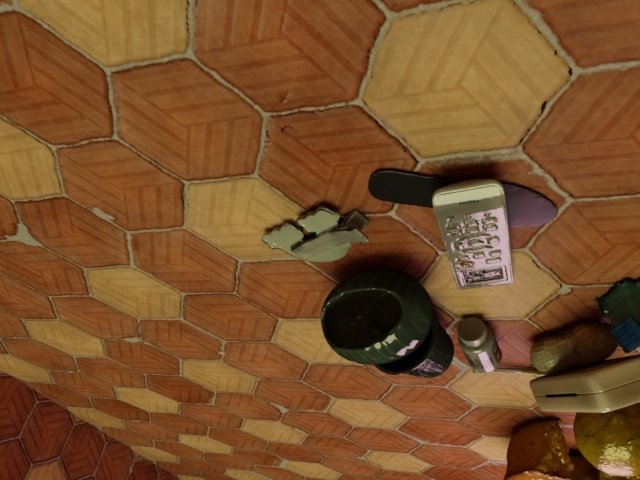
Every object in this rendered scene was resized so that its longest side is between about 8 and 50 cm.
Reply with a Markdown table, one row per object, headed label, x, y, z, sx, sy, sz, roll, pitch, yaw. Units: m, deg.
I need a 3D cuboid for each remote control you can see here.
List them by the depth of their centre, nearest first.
| label | x | y | z | sx | sy | sz | roll | pitch | yaw |
| --- | --- | --- | --- | --- | --- | --- | --- | --- | --- |
| remote control | 0.274 | -0.006 | 0.947 | 0.109 | 0.055 | 0.313 | -9 | 145 | 17 |

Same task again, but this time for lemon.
| label | x | y | z | sx | sy | sz | roll | pitch | yaw |
| --- | --- | --- | --- | --- | --- | --- | --- | --- | --- |
| lemon | 0.735 | 0.483 | 1.338 | 0.192 | 0.192 | 0.231 | -8 | 139 | 26 |

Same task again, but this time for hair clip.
| label | x | y | z | sx | sy | sz | roll | pitch | yaw |
| --- | --- | --- | --- | --- | --- | --- | --- | --- | --- |
| hair clip | 0.000 | 0.000 | 1.044 | 0.220 | 0.054 | 0.140 | -22 | 136 | 41 |

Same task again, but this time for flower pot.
| label | x | y | z | sx | sy | sz | roll | pitch | yaw |
| --- | --- | --- | --- | --- | --- | --- | --- | --- | --- |
| flower pot | 0.114 | 0.155 | 1.094 | 0.243 | 0.189 | 0.157 | -16 | 169 | 34 |

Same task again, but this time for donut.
| label | x | y | z | sx | sy | sz | roll | pitch | yaw |
| --- | --- | --- | --- | --- | --- | --- | --- | --- | --- |
| donut | 0.758 | 0.687 | 1.630 | 0.435 | 0.163 | 0.378 | 12 | 145 | -2 |

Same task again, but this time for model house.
| label | x | y | z | sx | sy | sz | roll | pitch | yaw |
| --- | --- | --- | --- | --- | --- | --- | --- | --- | --- |
| model house | 0.611 | 0.164 | 0.993 | 0.148 | 0.149 | 0.119 | 15 | 144 | 0 |

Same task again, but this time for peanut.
| label | x | y | z | sx | sy | sz | roll | pitch | yaw |
| --- | --- | --- | --- | --- | --- | --- | --- | --- | --- |
| peanut | 0.542 | 0.232 | 1.154 | 0.087 | 0.087 | 0.206 | 27 | 142 | -19 |

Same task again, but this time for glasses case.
| label | x | y | z | sx | sy | sz | roll | pitch | yaw |
| --- | --- | --- | --- | --- | --- | --- | --- | --- | --- |
| glasses case | 0.567 | 0.305 | 1.129 | 0.144 | 0.076 | 0.336 | -16 | 163 | -3 |

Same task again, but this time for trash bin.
| label | x | y | z | sx | sy | sz | roll | pitch | yaw |
| --- | --- | --- | --- | --- | --- | --- | --- | --- | --- |
| trash bin | 0.212 | 0.234 | 1.204 | 0.175 | 0.175 | 0.161 | -15 | 145 | 32 |

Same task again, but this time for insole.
| label | x | y | z | sx | sy | sz | roll | pitch | yaw |
| --- | --- | --- | --- | --- | --- | --- | --- | --- | --- |
| insole | 0.240 | -0.071 | 0.911 | 0.322 | 0.007 | 0.109 | 10 | 145 | 4 |

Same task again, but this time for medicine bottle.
| label | x | y | z | sx | sy | sz | roll | pitch | yaw |
| --- | --- | --- | --- | --- | --- | --- | --- | --- | --- |
| medicine bottle | 0.359 | 0.235 | 1.218 | 0.079 | 0.079 | 0.140 | -9 | 138 | 27 |

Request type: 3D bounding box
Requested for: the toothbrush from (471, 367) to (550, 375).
| label | x | y | z | sx | sy | sz | roll | pitch | yaw |
| --- | --- | --- | --- | --- | --- | --- | --- | --- | --- |
| toothbrush | 0.527 | 0.329 | 1.341 | 0.288 | 0.021 | 0.024 | -1 | 152 | 19 |
